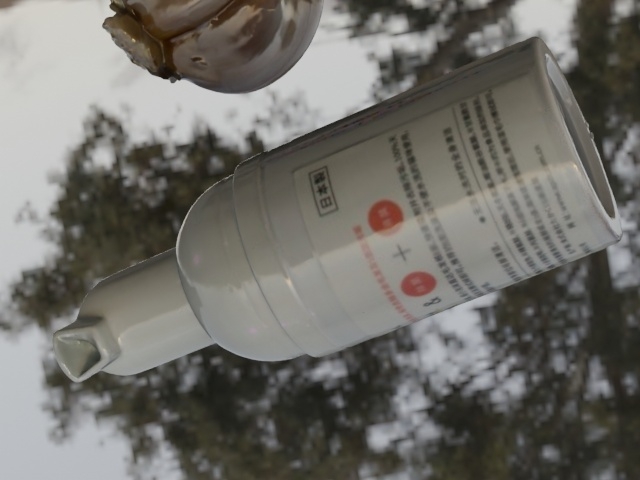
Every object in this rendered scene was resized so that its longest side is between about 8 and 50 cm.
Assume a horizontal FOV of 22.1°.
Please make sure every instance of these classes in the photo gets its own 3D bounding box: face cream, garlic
[{"bbox_3d":[0.000,0.000,1.083,0.370,0.145,0.145,-21,-169,15],"label":"face cream"},{"bbox_3d":[-0.088,-0.217,1.420,0.191,0.160,0.214,-36,-160,2],"label":"garlic"}]
